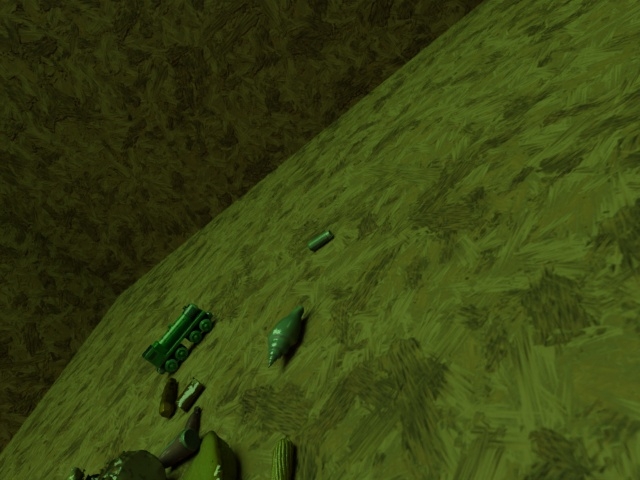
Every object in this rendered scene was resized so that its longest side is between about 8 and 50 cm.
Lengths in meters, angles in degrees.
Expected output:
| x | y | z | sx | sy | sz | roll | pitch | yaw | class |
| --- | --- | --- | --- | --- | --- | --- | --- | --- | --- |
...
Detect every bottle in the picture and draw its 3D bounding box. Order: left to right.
| x | y | z | sx | sy | sz | roll | pitch | yaw | class |
| --- | --- | --- | --- | --- | --- | --- | --- | --- | --- |
| 0.000 | 0.000 | 1.346 | 0.083 | 0.030 | 0.030 | -34 | 23 | 22 | bottle |

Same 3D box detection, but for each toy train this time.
| x | y | z | sx | sy | sz | roll | pitch | yaw | class |
| --- | --- | --- | --- | --- | --- | --- | --- | --- | --- |
| -0.471 | 0.324 | 1.474 | 0.251 | 0.119 | 0.085 | -53 | 21 | -18 | toy train |

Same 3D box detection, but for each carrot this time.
| x | y | z | sx | sy | sz | roll | pitch | yaw | class |
| --- | --- | --- | --- | --- | --- | --- | --- | --- | --- |
| -0.440 | 0.453 | 1.286 | 0.042 | 0.042 | 0.170 | -44 | 18 | 1 | carrot |

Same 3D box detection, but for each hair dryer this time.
| x | y | z | sx | sy | sz | roll | pitch | yaw | class |
| --- | --- | --- | --- | --- | --- | --- | --- | --- | --- |
| -0.318 | 0.458 | 1.056 | 0.106 | 0.054 | 0.154 | -41 | 11 | 21 | hair dryer |

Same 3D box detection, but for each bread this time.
| x | y | z | sx | sy | sz | roll | pitch | yaw | class |
| --- | --- | --- | --- | --- | --- | --- | --- | --- | --- |
| -0.353 | 0.418 | 1.194 | 0.047 | 0.036 | 0.083 | 8 | 53 | 45 | bread |
| -0.210 | 0.462 | 0.823 | 0.149 | 0.065 | 0.188 | -55 | 24 | 1 | bread |

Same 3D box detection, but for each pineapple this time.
| x | y | z | sx | sy | sz | roll | pitch | yaw | class |
| --- | --- | --- | --- | --- | --- | --- | --- | --- | --- |
| -0.470 | 0.581 | 0.966 | 0.310 | 0.141 | 0.170 | -45 | 48 | 19 | pineapple |

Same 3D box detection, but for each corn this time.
| x | y | z | sx | sy | sz | roll | pitch | yaw | class |
| --- | --- | --- | --- | --- | --- | --- | --- | --- | --- |
| -0.064 | 0.376 | 0.742 | 0.037 | 0.037 | 0.092 | -36 | 25 | 20 | corn |

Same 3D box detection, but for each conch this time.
| x | y | z | sx | sy | sz | roll | pitch | yaw | class |
| --- | --- | --- | --- | --- | --- | --- | --- | --- | --- |
| -0.081 | 0.230 | 1.034 | 0.065 | 0.088 | 0.180 | 17 | 42 | 16 | conch |

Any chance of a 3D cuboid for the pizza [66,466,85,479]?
| x | y | z | sx | sy | sz | roll | pitch | yaw | class |
| --- | --- | --- | --- | --- | --- | --- | --- | --- | --- |
| -0.460 | 0.564 | 0.825 | 0.324 | 0.090 | 0.222 | 4 | 88 | 32 | pizza |
